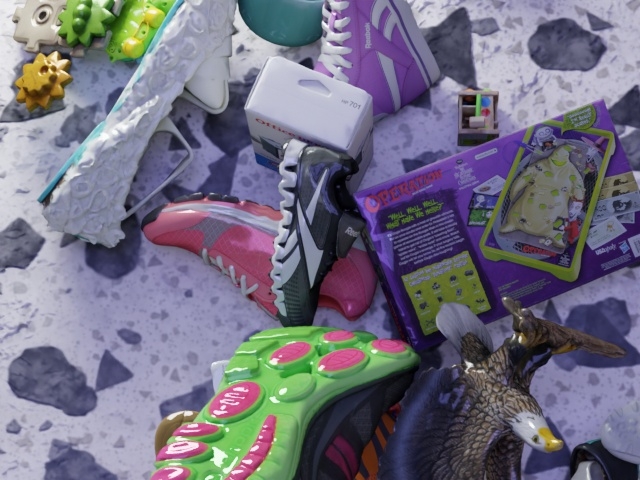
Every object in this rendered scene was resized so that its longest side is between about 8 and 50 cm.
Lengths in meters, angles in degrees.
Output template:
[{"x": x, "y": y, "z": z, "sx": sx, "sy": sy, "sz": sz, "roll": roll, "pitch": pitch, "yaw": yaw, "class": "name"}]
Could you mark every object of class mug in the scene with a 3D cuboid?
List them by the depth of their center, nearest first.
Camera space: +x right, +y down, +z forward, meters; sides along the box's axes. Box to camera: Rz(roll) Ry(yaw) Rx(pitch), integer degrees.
[{"x": -0.034, "y": -0.318, "z": 2.009, "sx": 0.129, "sy": 0.097, "sz": 0.157, "roll": 39, "pitch": 46, "yaw": 17, "class": "mug"}]

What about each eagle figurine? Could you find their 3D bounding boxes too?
[{"x": 0.196, "y": 0.220, "z": 1.741, "sx": 0.226, "sy": 0.225, "sz": 0.298, "roll": 25, "pitch": 94, "yaw": 2, "class": "eagle figurine"}]

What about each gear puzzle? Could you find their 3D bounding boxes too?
[{"x": -0.334, "y": -0.326, "z": 2.027, "sx": 0.175, "sy": 0.044, "sz": 0.339, "roll": 9, "pitch": 74, "yaw": 30, "class": "gear puzzle"}]

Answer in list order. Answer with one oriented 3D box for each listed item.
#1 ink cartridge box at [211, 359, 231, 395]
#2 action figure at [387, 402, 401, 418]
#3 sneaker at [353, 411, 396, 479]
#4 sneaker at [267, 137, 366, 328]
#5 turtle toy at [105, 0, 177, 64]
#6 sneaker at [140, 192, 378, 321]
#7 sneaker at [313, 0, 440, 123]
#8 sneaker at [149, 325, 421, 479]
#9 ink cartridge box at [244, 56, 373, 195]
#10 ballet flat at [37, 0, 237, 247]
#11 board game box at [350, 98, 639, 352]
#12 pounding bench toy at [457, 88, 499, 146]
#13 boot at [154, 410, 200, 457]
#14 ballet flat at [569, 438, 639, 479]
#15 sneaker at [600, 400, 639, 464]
[{"x": -0.084, "y": 0.206, "z": 1.844, "sx": 0.063, "sy": 0.150, "sz": 0.109, "roll": -10, "pitch": 75, "yaw": 1, "class": "ink cartridge box"}, {"x": 0.065, "y": 0.226, "z": 1.892, "sx": 0.038, "sy": 0.030, "sz": 0.115, "roll": 37, "pitch": 86, "yaw": 8, "class": "action figure"}, {"x": 0.088, "y": 0.334, "z": 1.773, "sx": 0.124, "sy": 0.180, "sz": 0.321, "roll": -17, "pitch": 79, "yaw": -3, "class": "sneaker"}, {"x": 0.000, "y": 0.000, "z": 1.816, "sx": 0.106, "sy": 0.078, "sz": 0.234, "roll": 6, "pitch": 96, "yaw": 19, "class": "sneaker"}, {"x": -0.235, "y": -0.284, "z": 2.030, "sx": 0.095, "sy": 0.066, "sz": 0.130, "roll": 29, "pitch": 80, "yaw": 35, "class": "turtle toy"}, {"x": -0.075, "y": 0.026, "z": 1.912, "sx": 0.313, "sy": 0.116, "sz": 0.136, "roll": 8, "pitch": 77, "yaw": 5, "class": "sneaker"}, {"x": 0.031, "y": -0.256, "z": 1.915, "sx": 0.161, "sy": 0.282, "sz": 0.102, "roll": -37, "pitch": 35, "yaw": -5, "class": "sneaker"}, {"x": -0.038, "y": 0.235, "z": 1.678, "sx": 0.185, "sy": 0.483, "sz": 0.202, "roll": 11, "pitch": 117, "yaw": 26, "class": "sneaker"}, {"x": -0.011, "y": -0.136, "z": 1.912, "sx": 0.139, "sy": 0.191, "sz": 0.082, "roll": 23, "pitch": 76, "yaw": 9, "class": "ink cartridge box"}, {"x": -0.199, "y": -0.165, "z": 1.969, "sx": 0.147, "sy": 0.147, "sz": 0.409, "roll": 34, "pitch": 87, "yaw": 11, "class": "ballet flat"}, {"x": 0.228, "y": -0.020, "z": 1.892, "sx": 0.346, "sy": 0.056, "sz": 0.208, "roll": -21, "pitch": 92, "yaw": -12, "class": "board game box"}, {"x": 0.201, "y": -0.163, "z": 1.963, "sx": 0.052, "sy": 0.083, "sz": 0.065, "roll": 1, "pitch": 75, "yaw": 4, "class": "pounding bench toy"}, {"x": -0.136, "y": 0.347, "z": 1.780, "sx": 0.095, "sy": 0.203, "sz": 0.262, "roll": -10, "pitch": 68, "yaw": -3, "class": "boot"}, {"x": 0.313, "y": 0.367, "z": 1.802, "sx": 0.095, "sy": 0.096, "sz": 0.281, "roll": -16, "pitch": 61, "yaw": 45, "class": "ballet flat"}, {"x": 0.444, "y": 0.238, "z": 1.820, "sx": 0.235, "sy": 0.095, "sz": 0.090, "roll": -1, "pitch": 59, "yaw": -3, "class": "sneaker"}]
